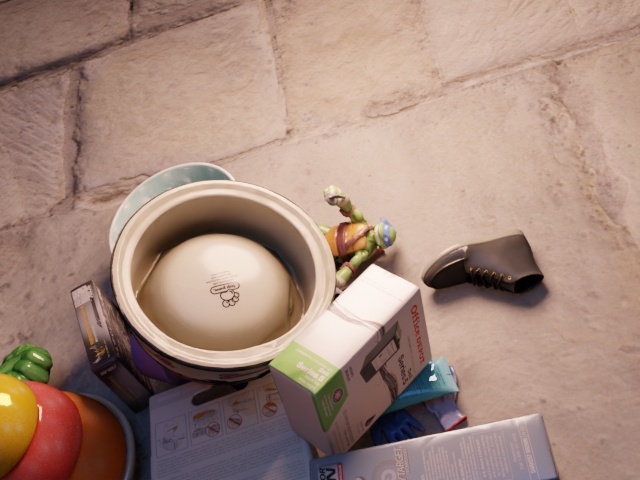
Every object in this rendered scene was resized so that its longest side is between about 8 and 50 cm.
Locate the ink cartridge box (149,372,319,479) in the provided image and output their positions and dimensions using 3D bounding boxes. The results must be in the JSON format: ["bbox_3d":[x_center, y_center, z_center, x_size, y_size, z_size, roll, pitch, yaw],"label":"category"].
[{"bbox_3d":[-0.152,0.419,1.490,0.308,0.091,0.385,-20,49,7],"label":"ink cartridge box"}]

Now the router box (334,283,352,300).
[{"bbox_3d":[0.103,0.157,1.622,0.133,0.046,0.179,-30,49,-2],"label":"router box"}]

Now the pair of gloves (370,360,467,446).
[{"bbox_3d":[0.172,0.302,1.499,0.198,0.023,0.159,-31,49,-3],"label":"pair of gloves"}]

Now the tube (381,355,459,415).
[{"bbox_3d":[0.142,0.277,1.488,0.207,0.052,0.080,-21,52,1],"label":"tube"}]

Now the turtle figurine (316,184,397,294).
[{"bbox_3d":[0.000,0.000,1.665,0.266,0.198,0.274,-11,18,31],"label":"turtle figurine"}]

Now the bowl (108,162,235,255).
[{"bbox_3d":[-0.297,-0.005,1.829,0.311,0.163,0.312,-10,51,13],"label":"bowl"}]

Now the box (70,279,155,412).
[{"bbox_3d":[-0.429,0.218,1.694,0.056,0.183,0.231,-28,49,-3],"label":"box"}]

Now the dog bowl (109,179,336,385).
[{"bbox_3d":[-0.182,0.088,1.532,0.407,0.150,0.408,6,54,-8],"label":"dog bowl"}]

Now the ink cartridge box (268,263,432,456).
[{"bbox_3d":[0.061,0.206,1.408,0.114,0.198,0.273,27,57,36],"label":"ink cartridge box"}]

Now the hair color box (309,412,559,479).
[{"bbox_3d":[0.188,0.398,1.308,0.374,0.185,0.114,-15,50,10],"label":"hair color box"}]

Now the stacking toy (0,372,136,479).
[{"bbox_3d":[-0.578,0.344,1.457,0.350,0.480,0.351,-11,50,13],"label":"stacking toy"}]

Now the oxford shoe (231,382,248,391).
[{"bbox_3d":[-0.128,0.265,1.618,0.212,0.076,0.076,21,56,21],"label":"oxford shoe"}]

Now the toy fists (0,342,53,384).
[{"bbox_3d":[-0.689,0.334,1.739,0.279,0.096,0.142,-42,33,-14],"label":"toy fists"}]

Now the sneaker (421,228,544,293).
[{"bbox_3d":[0.313,0.063,1.589,0.222,0.083,0.118,-22,49,3],"label":"sneaker"}]

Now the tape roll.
[{"bbox_3d":[-0.291,0.193,1.654,0.080,0.189,0.189,8,57,27],"label":"tape roll"}]
